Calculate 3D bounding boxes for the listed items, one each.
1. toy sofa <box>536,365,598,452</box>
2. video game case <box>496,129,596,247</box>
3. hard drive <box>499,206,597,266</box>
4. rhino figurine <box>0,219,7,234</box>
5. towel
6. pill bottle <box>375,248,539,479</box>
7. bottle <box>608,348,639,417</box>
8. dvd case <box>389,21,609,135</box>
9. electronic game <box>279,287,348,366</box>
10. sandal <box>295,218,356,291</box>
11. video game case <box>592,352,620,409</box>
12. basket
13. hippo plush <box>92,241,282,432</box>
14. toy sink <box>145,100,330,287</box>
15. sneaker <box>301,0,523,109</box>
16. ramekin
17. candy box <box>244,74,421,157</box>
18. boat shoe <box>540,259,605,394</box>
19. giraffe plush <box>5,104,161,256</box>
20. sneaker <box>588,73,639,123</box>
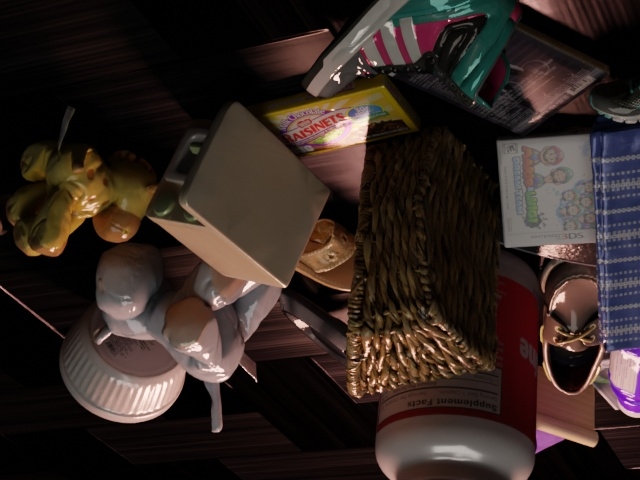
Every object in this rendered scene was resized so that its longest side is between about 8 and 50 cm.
[{"bbox_3d":[0.322,0.368,2.435,0.150,0.177,0.362,20,146,-21],"label":"toy sofa"},{"bbox_3d":[0.302,-0.066,1.770,0.143,0.019,0.157,-3,118,9],"label":"video game case"},{"bbox_3d":[0.364,-0.027,1.870,0.255,0.054,0.172,11,150,-7],"label":"hard drive"},{"bbox_3d":[-0.519,-0.038,2.011,0.106,0.073,0.243,6,151,6],"label":"rhino figurine"},{"bbox_3d":[0.458,-0.018,1.718,0.243,0.040,0.336,-8,121,1],"label":"towel"},{"bbox_3d":[0.198,0.227,1.987,0.229,0.407,0.229,5,150,3],"label":"pill bottle"},{"bbox_3d":[0.497,0.183,2.131,0.092,0.118,0.283,22,154,21],"label":"bottle"},{"bbox_3d":[0.203,-0.205,1.634,0.221,0.018,0.164,21,147,-24],"label":"dvd case"},{"bbox_3d":[0.026,0.149,2.145,0.229,0.048,0.229,37,172,6],"label":"electronic game"},{"bbox_3d":[-0.001,0.006,1.968,0.240,0.088,0.079,15,152,-3],"label":"sandal"},{"bbox_3d":[0.540,0.228,2.304,0.173,0.022,0.190,-12,145,30],"label":"video game case"},{"bbox_3d":[0.088,0.022,1.764,0.223,0.299,0.213,-14,144,31],"label":"basket"},{"bbox_3d":[-0.209,0.086,2.087,0.236,0.234,0.294,24,151,23],"label":"hippo plush"},{"bbox_3d":[-0.122,-0.064,1.780,0.131,0.153,0.234,10,159,39],"label":"toy sink"},{"bbox_3d":[0.118,-0.205,1.523,0.178,0.124,0.295,42,140,-9],"label":"sneaker"},{"bbox_3d":[-0.306,0.178,2.215,0.207,0.207,0.109,16,140,-15],"label":"ramekin"},{"bbox_3d":[0.013,-0.154,1.750,0.206,0.027,0.105,-11,144,28],"label":"candy box"},{"bbox_3d":[0.387,0.127,2.087,0.117,0.096,0.324,3,150,7],"label":"boat shoe"},{"bbox_3d":[-0.303,-0.065,1.871,0.170,0.181,0.210,16,115,-35],"label":"giraffe plush"},{"bbox_3d":[0.397,-0.183,1.605,0.166,0.065,0.076,-3,136,6],"label":"sneaker"}]
